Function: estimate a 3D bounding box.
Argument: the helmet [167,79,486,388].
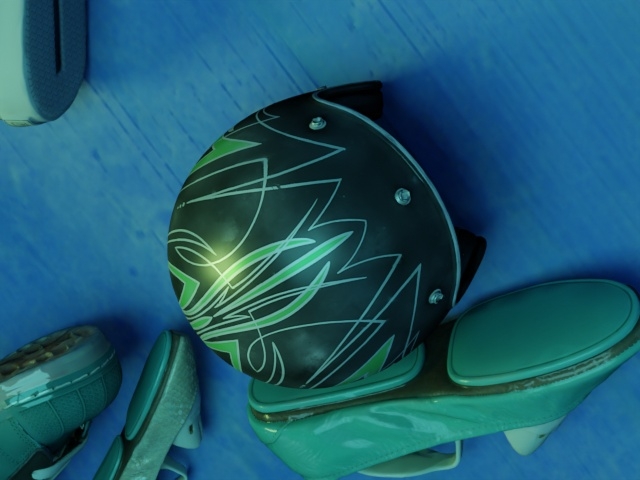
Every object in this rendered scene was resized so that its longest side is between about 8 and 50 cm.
[{"bbox_3d":[0.000,0.000,0.954,0.169,0.161,0.169,6,109,18],"label":"helmet"}]

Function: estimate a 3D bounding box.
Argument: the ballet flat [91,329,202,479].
[{"bbox_3d":[-0.100,0.124,1.099,0.052,0.057,0.168,18,119,-17],"label":"ballet flat"}]

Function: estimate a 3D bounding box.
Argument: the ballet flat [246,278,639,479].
[{"bbox_3d":[0.080,0.085,1.010,0.247,0.083,0.087,-15,126,23],"label":"ballet flat"}]

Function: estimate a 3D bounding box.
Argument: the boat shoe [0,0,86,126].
[{"bbox_3d":[-0.200,-0.222,0.975,0.119,0.121,0.335,8,111,13],"label":"boat shoe"}]

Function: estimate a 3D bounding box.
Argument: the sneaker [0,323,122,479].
[{"bbox_3d":[-0.214,0.157,1.117,0.302,0.108,0.121,-33,95,33],"label":"sneaker"}]
